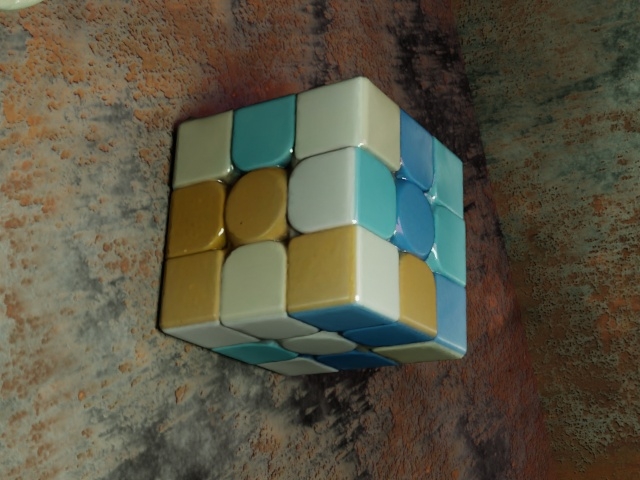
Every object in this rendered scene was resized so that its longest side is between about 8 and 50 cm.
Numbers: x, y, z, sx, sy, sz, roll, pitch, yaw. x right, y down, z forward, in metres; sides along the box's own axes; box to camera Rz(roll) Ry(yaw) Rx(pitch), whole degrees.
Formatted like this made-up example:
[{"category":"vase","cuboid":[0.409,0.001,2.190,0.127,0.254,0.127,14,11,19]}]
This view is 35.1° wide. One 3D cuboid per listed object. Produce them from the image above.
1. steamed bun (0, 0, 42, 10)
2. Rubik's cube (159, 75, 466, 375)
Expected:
[{"category":"steamed bun","cuboid":[-0.383,-0.461,1.207,0.310,0.219,0.324,-35,136,-41]},{"category":"Rubik's cube","cuboid":[0.000,0.000,1.545,0.346,0.347,0.344,27,59,-52]}]
